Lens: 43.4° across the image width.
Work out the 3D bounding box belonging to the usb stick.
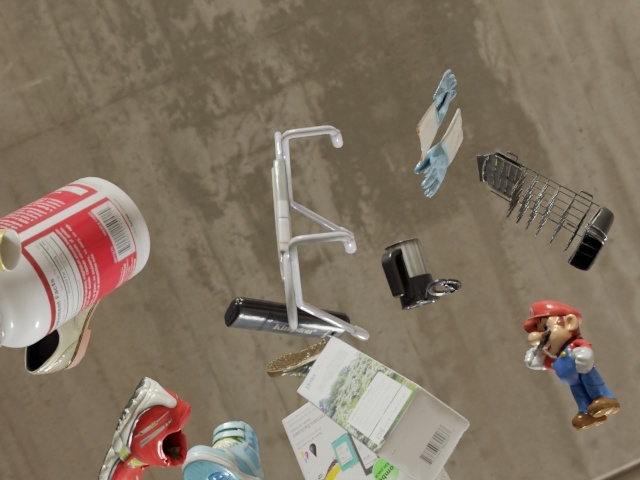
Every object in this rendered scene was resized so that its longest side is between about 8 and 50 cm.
[{"bbox_3d":[-0.066,0.164,1.658,0.077,0.278,0.045,-56,-142,32],"label":"usb stick"}]

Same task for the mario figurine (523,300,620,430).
[{"bbox_3d":[0.570,0.289,1.921,0.170,0.198,0.321,21,40,-44],"label":"mario figurine"}]

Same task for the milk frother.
[{"bbox_3d":[0.208,0.059,1.637,0.129,0.143,0.135,13,59,-68],"label":"milk frother"}]

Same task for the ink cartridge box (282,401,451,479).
[{"bbox_3d":[0.097,0.422,1.522,0.197,0.198,0.270,33,24,-52],"label":"ink cartridge box"}]

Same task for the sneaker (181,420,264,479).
[{"bbox_3d":[-0.249,0.523,1.990,0.319,0.127,0.208,54,17,-50],"label":"sneaker"}]

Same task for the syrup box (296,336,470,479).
[{"bbox_3d":[0.071,0.210,1.023,0.096,0.093,0.237,37,-8,-24],"label":"syrup box"}]

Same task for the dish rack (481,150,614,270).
[{"bbox_3d":[0.418,-0.061,1.524,0.271,0.074,0.208,33,-11,17],"label":"dish rack"}]

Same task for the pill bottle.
[{"bbox_3d":[-0.534,0.054,1.509,0.407,0.229,0.229,-40,111,-49],"label":"pill bottle"}]

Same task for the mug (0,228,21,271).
[{"bbox_3d":[-0.480,0.009,1.161,0.078,0.064,0.062,78,15,-58],"label":"mug"}]

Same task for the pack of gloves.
[{"bbox_3d":[0.224,-0.214,1.603,0.232,0.046,0.195,-59,146,-39],"label":"pack of gloves"}]

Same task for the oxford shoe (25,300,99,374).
[{"bbox_3d":[-0.597,0.128,1.867,0.146,0.140,0.397,-21,123,-73],"label":"oxford shoe"}]

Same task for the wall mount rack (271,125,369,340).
[{"bbox_3d":[0.000,0.000,1.269,0.304,0.130,0.350,85,0,-55],"label":"wall mount rack"}]

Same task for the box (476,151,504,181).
[{"bbox_3d":[0.387,-0.165,1.818,0.083,0.052,0.062,-8,91,-70],"label":"box"}]

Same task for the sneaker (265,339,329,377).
[{"bbox_3d":[-0.033,0.314,1.984,0.064,0.192,0.086,-129,-160,-61],"label":"sneaker"}]

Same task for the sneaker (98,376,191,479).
[{"bbox_3d":[-0.276,0.340,1.292,0.107,0.118,0.279,-64,180,-49],"label":"sneaker"}]
